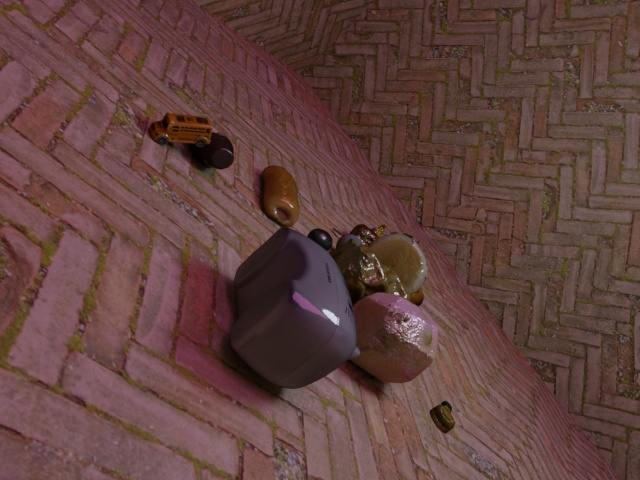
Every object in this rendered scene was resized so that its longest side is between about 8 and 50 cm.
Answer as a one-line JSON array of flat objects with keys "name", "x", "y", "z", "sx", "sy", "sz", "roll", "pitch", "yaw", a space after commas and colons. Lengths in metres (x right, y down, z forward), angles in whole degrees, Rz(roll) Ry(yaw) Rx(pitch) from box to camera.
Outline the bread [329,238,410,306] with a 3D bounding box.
[{"name": "bread", "x": 0.129, "y": 0.137, "z": 1.701, "sx": 0.252, "sy": 0.238, "sz": 0.196, "roll": 34, "pitch": 35, "yaw": -23}]

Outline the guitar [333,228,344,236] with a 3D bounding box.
[{"name": "guitar", "x": 0.131, "y": 0.039, "z": 2.205, "sx": 0.233, "sy": 0.025, "sz": 0.088, "roll": 46, "pitch": 17, "yaw": -5}]

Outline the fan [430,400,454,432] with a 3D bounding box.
[{"name": "fan", "x": 0.390, "y": 0.542, "z": 1.753, "sx": 0.082, "sy": 0.039, "sz": 0.155, "roll": 51, "pitch": 17, "yaw": 7}]

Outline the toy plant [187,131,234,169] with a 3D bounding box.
[{"name": "toy plant", "x": -0.329, "y": -0.277, "z": 1.672, "sx": 0.143, "sy": 0.105, "sz": 0.200, "roll": 10, "pitch": 19, "yaw": -35}]

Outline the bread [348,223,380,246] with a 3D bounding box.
[{"name": "bread", "x": 0.201, "y": 0.017, "z": 2.282, "sx": 0.172, "sy": 0.103, "sz": 0.132, "roll": 42, "pitch": -1, "yaw": -11}]

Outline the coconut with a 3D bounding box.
[{"name": "coconut", "x": 0.204, "y": 0.277, "z": 1.551, "sx": 0.245, "sy": 0.233, "sz": 0.233, "roll": 33, "pitch": 23, "yaw": -28}]

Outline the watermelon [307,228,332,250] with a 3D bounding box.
[{"name": "watermelon", "x": 0.000, "y": 0.000, "z": 1.898, "sx": 0.110, "sy": 0.078, "sz": 0.078, "roll": 21, "pitch": 33, "yaw": -57}]

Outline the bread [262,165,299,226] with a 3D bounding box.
[{"name": "bread", "x": -0.132, "y": -0.161, "z": 1.905, "sx": 0.142, "sy": 0.091, "sz": 0.305, "roll": 34, "pitch": 21, "yaw": -24}]

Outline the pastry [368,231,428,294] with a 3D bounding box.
[{"name": "pastry", "x": 0.278, "y": 0.098, "z": 2.075, "sx": 0.265, "sy": 0.265, "sz": 0.133, "roll": 54, "pitch": 6, "yaw": 15}]

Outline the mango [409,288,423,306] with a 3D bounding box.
[{"name": "mango", "x": 0.309, "y": 0.180, "z": 2.192, "sx": 0.219, "sy": 0.112, "sz": 0.145, "roll": 47, "pitch": 19, "yaw": 4}]

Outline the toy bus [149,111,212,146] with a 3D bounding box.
[{"name": "toy bus", "x": -0.388, "y": -0.311, "z": 1.553, "sx": 0.162, "sy": 0.074, "sz": 0.069, "roll": -1, "pitch": 45, "yaw": -29}]

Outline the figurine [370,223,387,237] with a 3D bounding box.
[{"name": "figurine", "x": 0.260, "y": -0.008, "z": 2.467, "sx": 0.095, "sy": 0.115, "sz": 0.156, "roll": 33, "pitch": 23, "yaw": -14}]

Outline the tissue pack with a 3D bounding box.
[{"name": "tissue pack", "x": -0.051, "y": 0.151, "z": 1.211, "sx": 0.236, "sy": 0.229, "sz": 0.333, "roll": 41, "pitch": 20, "yaw": -25}]

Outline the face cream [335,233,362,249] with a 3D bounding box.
[{"name": "face cream", "x": 0.099, "y": 0.069, "z": 1.950, "sx": 0.101, "sy": 0.101, "sz": 0.252, "roll": 44, "pitch": 19, "yaw": -14}]
